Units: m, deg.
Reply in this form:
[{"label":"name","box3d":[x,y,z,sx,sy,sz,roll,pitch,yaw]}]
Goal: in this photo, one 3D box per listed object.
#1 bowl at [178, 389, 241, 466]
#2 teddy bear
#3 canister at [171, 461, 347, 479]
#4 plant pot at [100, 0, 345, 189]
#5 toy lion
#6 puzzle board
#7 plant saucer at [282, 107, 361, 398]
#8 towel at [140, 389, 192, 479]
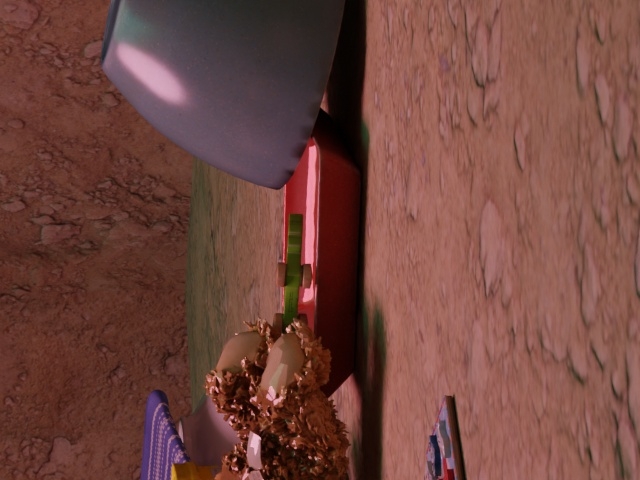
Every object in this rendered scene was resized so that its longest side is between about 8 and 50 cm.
[{"label":"bowl","box3d":[-0.117,0.300,2.308,0.298,0.134,0.298,179,90,-81]},{"label":"teddy bear","box3d":[-0.020,0.232,1.594,0.245,0.113,0.338,-30,72,54]},{"label":"canister","box3d":[-0.062,0.263,1.761,0.126,0.169,0.073,-159,69,-82]},{"label":"plant pot","box3d":[-0.104,-0.210,1.699,0.290,0.195,0.290,-168,90,-78]},{"label":"toy lion","box3d":[-0.026,0.029,1.655,0.096,0.034,0.100,-90,3,-52]},{"label":"puzzle board","box3d":[0.089,0.188,1.239,0.096,0.011,0.128,101,166,-56]},{"label":"plant saucer","box3d":[0.000,0.000,1.732,0.258,0.047,0.259,-113,23,-70]},{"label":"towel","box3d":[-0.169,0.369,2.190,0.336,0.040,0.243,-125,35,-55]}]
